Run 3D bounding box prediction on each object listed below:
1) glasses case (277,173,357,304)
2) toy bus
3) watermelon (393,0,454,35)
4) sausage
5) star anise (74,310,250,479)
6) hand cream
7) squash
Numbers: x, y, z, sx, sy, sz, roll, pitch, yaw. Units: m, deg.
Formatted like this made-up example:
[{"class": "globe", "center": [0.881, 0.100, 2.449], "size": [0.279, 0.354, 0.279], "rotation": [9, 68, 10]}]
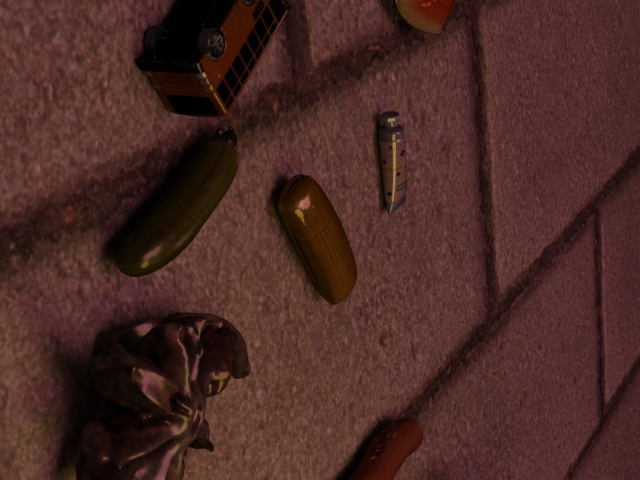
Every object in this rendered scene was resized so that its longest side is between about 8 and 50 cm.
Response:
[{"class": "glasses case", "center": [0.000, 0.000, 1.629], "size": [0.079, 0.064, 0.234], "rotation": [-55, 141, -28]}, {"class": "toy bus", "center": [-0.121, -0.250, 1.338], "size": [0.201, 0.098, 0.114], "rotation": [-64, 145, -29]}, {"class": "watermelon", "center": [0.165, -0.422, 1.806], "size": [0.193, 0.137, 0.145], "rotation": [-51, 172, -42]}, {"class": "sausage", "center": [0.085, 0.387, 1.839], "size": [0.304, 0.078, 0.078], "rotation": [-43, 131, -49]}, {"class": "star anise", "center": [-0.195, 0.195, 1.294], "size": [0.316, 0.139, 0.359], "rotation": [-59, 158, -23]}, {"class": "hand cream", "center": [0.119, -0.128, 1.828], "size": [0.065, 0.043, 0.170], "rotation": [-41, 134, -48]}, {"class": "squash", "center": [-0.164, -0.041, 1.339], "size": [0.258, 0.069, 0.069], "rotation": [-55, 140, -39]}]
